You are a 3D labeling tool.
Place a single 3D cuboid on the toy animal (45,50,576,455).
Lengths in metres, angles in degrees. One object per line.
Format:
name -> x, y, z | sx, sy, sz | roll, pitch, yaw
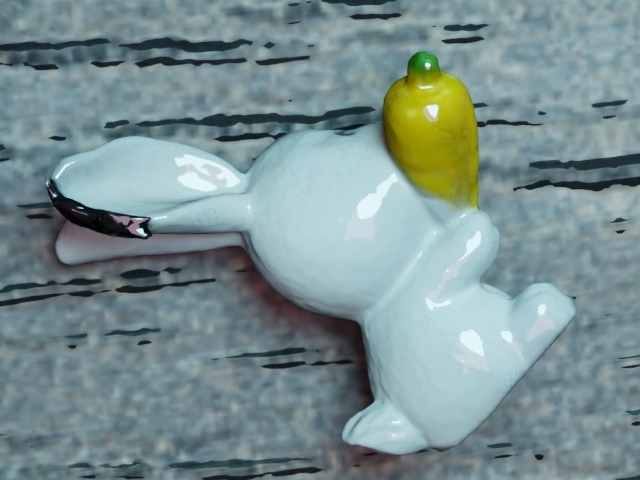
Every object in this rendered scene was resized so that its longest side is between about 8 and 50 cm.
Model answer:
toy animal -> 0.000, 0.000, 0.684 | 0.181, 0.131, 0.127 | 42, 67, -1
